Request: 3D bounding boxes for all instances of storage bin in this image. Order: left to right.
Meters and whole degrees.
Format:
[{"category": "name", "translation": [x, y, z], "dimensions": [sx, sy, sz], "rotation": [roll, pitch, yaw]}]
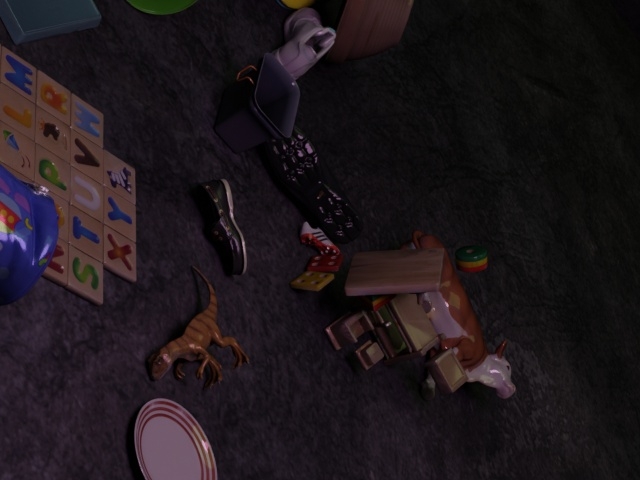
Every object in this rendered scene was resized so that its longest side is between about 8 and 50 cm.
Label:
[{"category": "storage bin", "translation": [-0.099, -0.193, 2.057], "dimensions": [0.098, 0.091, 0.135], "rotation": [47, 31, -29]}]

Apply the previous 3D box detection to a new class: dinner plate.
[{"category": "dinner plate", "translation": [-0.168, 0.248, 1.639], "dimensions": [0.141, 0.017, 0.141], "rotation": [41, 36, -38]}]

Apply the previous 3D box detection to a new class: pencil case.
[{"category": "pencil case", "translation": [-0.385, -0.065, 1.411], "dimensions": [0.306, 0.119, 0.133], "rotation": [44, 71, -33]}]

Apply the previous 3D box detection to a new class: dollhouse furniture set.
[{"category": "dollhouse furniture set", "translation": [0.096, 0.173, 2.119], "dimensions": [0.161, 0.101, 0.182], "rotation": [-33, 97, -38]}]

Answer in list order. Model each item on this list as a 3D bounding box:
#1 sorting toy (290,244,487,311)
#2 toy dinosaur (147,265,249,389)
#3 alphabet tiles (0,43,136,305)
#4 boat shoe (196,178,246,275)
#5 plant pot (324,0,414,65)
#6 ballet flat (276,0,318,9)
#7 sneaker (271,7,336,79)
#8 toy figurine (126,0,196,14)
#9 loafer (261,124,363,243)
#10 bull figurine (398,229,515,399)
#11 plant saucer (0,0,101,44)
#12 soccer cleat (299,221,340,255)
[{"category": "sorting toy", "translation": [0.099, 0.059, 2.045], "dimensions": [0.132, 0.274, 0.046], "rotation": [-71, 156, -67]}, {"category": "toy dinosaur", "translation": [-0.139, 0.112, 1.756], "dimensions": [0.112, 0.064, 0.211], "rotation": [55, 28, -14]}, {"category": "alphabet tiles", "translation": [-0.331, -0.089, 1.653], "dimensions": [0.342, 0.011, 0.285], "rotation": [35, 39, -43]}, {"category": "boat shoe", "translation": [-0.132, -0.015, 1.904], "dimensions": [0.042, 0.049, 0.133], "rotation": [-12, 83, -33]}, {"category": "plant pot", "translation": [0.093, -0.394, 2.388], "dimensions": [0.109, 0.237, 0.237], "rotation": [17, 40, -4]}, {"category": "ballet flat", "translation": [-0.005, -0.445, 2.450], "dimensions": [0.077, 0.077, 0.231], "rotation": [62, 28, -1]}, {"category": "sneaker", "translation": [-0.012, -0.324, 2.315], "dimensions": [0.080, 0.094, 0.212], "rotation": [51, 30, -21]}, {"category": "toy figurine", "translation": [-0.217, -0.428, 2.006], "dimensions": [0.130, 0.173, 0.159], "rotation": [20, 34, -31]}, {"category": "loafer", "translation": [-0.019, -0.089, 2.139], "dimensions": [0.223, 0.076, 0.078], "rotation": [53, -6, -16]}, {"category": "bull figurine", "translation": [0.198, 0.137, 2.276], "dimensions": [0.310, 0.101, 0.188], "rotation": [61, 29, -6]}, {"category": "plant saucer", "translation": [-0.338, -0.290, 1.806], "dimensions": [0.067, 0.018, 0.192], "rotation": [62, 28, -3]}, {"category": "soccer cleat", "translation": [0.000, 0.000, 2.131], "dimensions": [0.083, 0.029, 0.036], "rotation": [29, 47, -41]}]
